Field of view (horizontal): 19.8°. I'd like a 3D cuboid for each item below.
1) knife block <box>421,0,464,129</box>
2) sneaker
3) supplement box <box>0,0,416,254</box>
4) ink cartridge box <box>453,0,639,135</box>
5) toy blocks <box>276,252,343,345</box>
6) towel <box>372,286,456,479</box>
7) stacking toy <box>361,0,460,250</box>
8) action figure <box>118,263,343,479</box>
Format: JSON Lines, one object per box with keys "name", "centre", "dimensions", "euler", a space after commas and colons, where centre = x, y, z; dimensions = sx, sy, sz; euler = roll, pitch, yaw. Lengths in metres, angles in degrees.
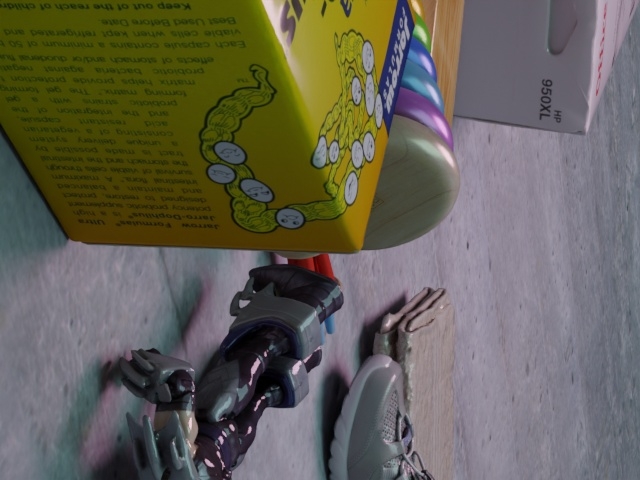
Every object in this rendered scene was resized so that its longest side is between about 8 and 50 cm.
{"name": "knife block", "centre": [0.083, -0.204, 1.691], "dimensions": [0.242, 0.088, 0.275], "euler": [-58, 145, -54]}
{"name": "sneaker", "centre": [0.079, 0.234, 1.688], "dimensions": [0.105, 0.115, 0.281], "euler": [-51, 139, -60]}
{"name": "supplement box", "centre": [-0.088, -0.170, 1.033], "dimensions": [0.356, 0.195, 0.194], "euler": [67, 31, -52]}
{"name": "ink cartridge box", "centre": [0.266, -0.337, 2.053], "dimensions": [0.395, 0.166, 0.285], "euler": [-60, 154, -54]}
{"name": "toy blocks", "centre": [0.000, 0.000, 1.525], "dimensions": [0.123, 0.054, 0.148], "euler": [-59, 146, -54]}
{"name": "towel", "centre": [0.092, 0.197, 1.824], "dimensions": [0.187, 0.049, 0.282], "euler": [-28, 120, -69]}
{"name": "stacking toy", "centre": [0.032, -0.157, 1.470], "dimensions": [0.141, 0.141, 0.330], "euler": [69, 15, -49]}
{"name": "action figure", "centre": [-0.075, 0.135, 1.271], "dimensions": [0.285, 0.099, 0.185], "euler": [-55, 150, -51]}
